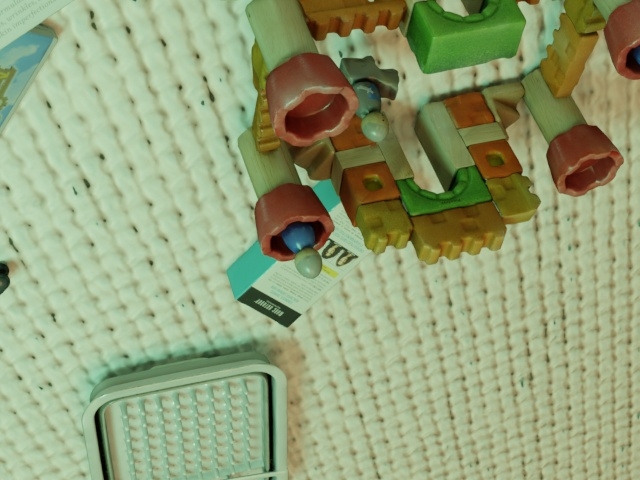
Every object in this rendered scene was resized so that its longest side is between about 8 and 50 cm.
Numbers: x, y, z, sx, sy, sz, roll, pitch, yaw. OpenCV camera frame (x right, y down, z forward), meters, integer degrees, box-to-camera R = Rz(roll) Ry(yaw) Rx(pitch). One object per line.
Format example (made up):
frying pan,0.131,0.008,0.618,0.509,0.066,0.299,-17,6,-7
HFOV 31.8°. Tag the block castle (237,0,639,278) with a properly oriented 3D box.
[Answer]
block castle,0.142,-0.131,1.217,0.454,0.212,0.303,-13,149,-16

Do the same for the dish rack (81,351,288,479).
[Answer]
dish rack,-0.191,0.287,1.616,0.286,0.072,0.332,-9,133,-12

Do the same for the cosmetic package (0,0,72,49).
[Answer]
cosmetic package,-0.308,-0.280,0.987,0.151,0.183,0.151,-32,133,9

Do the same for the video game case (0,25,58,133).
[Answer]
video game case,-0.393,-0.144,1.138,0.193,0.023,0.212,3,133,-53

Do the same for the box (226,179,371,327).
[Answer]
box,0.000,0.000,1.440,0.244,0.060,0.100,-42,131,18

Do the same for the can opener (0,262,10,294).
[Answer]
can opener,-0.448,0.092,1.351,0.186,0.059,0.073,-31,133,8
